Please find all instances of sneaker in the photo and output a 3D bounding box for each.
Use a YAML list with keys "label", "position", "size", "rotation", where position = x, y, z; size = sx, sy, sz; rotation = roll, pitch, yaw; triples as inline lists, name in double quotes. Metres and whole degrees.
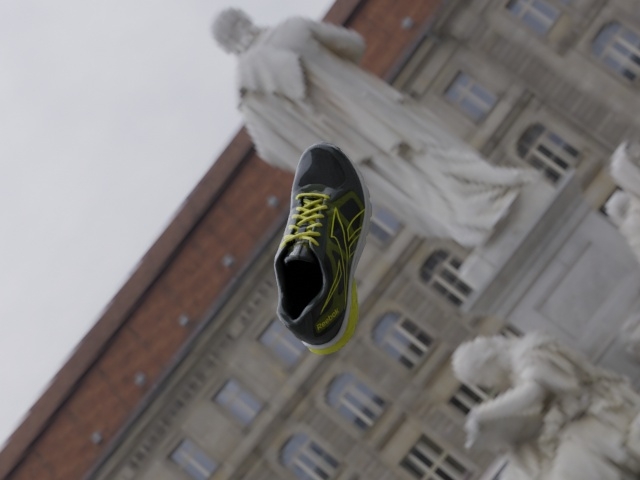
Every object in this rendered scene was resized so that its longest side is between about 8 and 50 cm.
- label: "sneaker"
  position: [0.000, 0.000, 0.494]
  size: [0.035, 0.031, 0.083]
  rotation: [32, -126, -62]
